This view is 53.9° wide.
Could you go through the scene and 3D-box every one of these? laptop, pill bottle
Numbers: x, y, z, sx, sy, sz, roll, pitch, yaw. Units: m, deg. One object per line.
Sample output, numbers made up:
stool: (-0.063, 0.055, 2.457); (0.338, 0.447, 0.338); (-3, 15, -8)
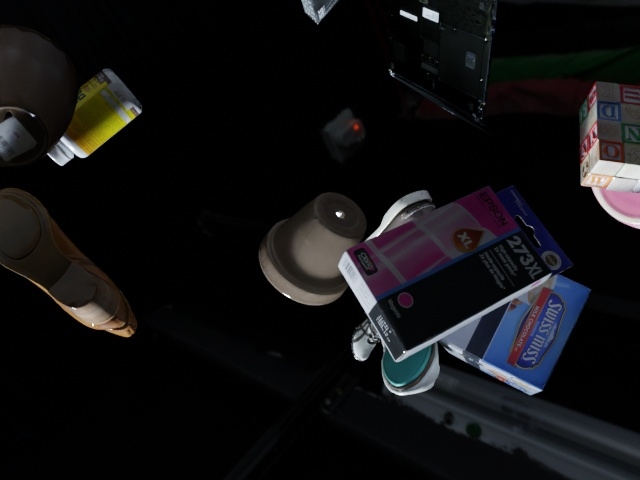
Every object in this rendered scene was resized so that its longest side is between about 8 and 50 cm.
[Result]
laptop: (0.216, -0.264, 0.933); (0.136, 0.264, 0.234); (-19, -142, -22)
pill bottle: (-0.498, -0.259, 1.344); (0.215, 0.117, 0.117); (-41, -149, -6)

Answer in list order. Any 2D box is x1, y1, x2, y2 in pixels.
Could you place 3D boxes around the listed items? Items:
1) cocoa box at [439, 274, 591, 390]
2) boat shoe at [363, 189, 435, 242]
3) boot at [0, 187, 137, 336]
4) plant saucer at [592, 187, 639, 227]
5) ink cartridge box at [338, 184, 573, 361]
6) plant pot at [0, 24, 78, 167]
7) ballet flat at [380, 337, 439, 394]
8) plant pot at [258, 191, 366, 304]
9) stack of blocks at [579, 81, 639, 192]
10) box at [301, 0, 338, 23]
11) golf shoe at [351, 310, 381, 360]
cocoa box: (0.419, 0.186, 1.384); (0.228, 0.347, 0.231); (27, -96, 20)
boat shoe: (0.169, 0.016, 1.387); (0.116, 0.324, 0.096); (-14, -114, -27)
boot: (-0.424, 0.047, 1.054); (0.283, 0.220, 0.109); (35, -106, 15)
plant saucer: (0.934, -0.174, 1.843); (0.084, 0.332, 0.332); (-29, -153, -29)
ink cartridge box: (0.228, 0.030, 0.990); (0.371, 0.069, 0.176); (-23, -110, -23)
plant pot: (-0.514, -0.219, 1.055); (0.215, 0.215, 0.230); (-29, -140, -3)
ballet flat: (0.211, 0.266, 1.457); (0.139, 0.139, 0.400); (-24, -163, 5)
plant pot: (0.000, 0.000, 1.629); (0.229, 0.263, 0.263); (-55, -173, 42)
stack of blocks: (0.626, -0.172, 1.120); (0.297, 0.087, 0.171); (7, -115, 4)
box: (0.036, -0.532, 1.239); (0.184, 0.045, 0.191); (-49, 180, 5)
golf shoe: (0.152, 0.257, 1.779); (0.094, 0.077, 0.198); (28, -78, 55)
